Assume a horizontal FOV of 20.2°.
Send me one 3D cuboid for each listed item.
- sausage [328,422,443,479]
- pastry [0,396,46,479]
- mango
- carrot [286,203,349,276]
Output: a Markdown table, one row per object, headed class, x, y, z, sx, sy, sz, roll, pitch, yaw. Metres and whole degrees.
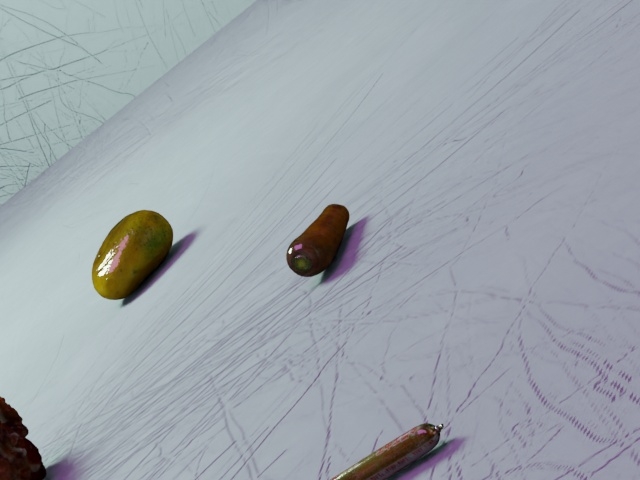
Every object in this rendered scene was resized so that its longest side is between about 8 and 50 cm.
| class | x | y | z | sx | sy | sz | roll | pitch | yaw |
| --- | --- | --- | --- | --- | --- | --- | --- | --- | --- |
| sausage | 0.021 | 0.114 | 0.871 | 0.100 | 0.015 | 0.015 | -35 | 14 | 26 |
| pastry | -0.305 | 0.203 | 1.379 | 0.208 | 0.097 | 0.115 | -41 | 2 | 9 |
| mango | -0.185 | 0.015 | 1.749 | 0.079 | 0.057 | 0.114 | -27 | 26 | 35 |
| carrot | 0.000 | 0.000 | 1.293 | 0.032 | 0.032 | 0.093 | -35 | 9 | 26 |
